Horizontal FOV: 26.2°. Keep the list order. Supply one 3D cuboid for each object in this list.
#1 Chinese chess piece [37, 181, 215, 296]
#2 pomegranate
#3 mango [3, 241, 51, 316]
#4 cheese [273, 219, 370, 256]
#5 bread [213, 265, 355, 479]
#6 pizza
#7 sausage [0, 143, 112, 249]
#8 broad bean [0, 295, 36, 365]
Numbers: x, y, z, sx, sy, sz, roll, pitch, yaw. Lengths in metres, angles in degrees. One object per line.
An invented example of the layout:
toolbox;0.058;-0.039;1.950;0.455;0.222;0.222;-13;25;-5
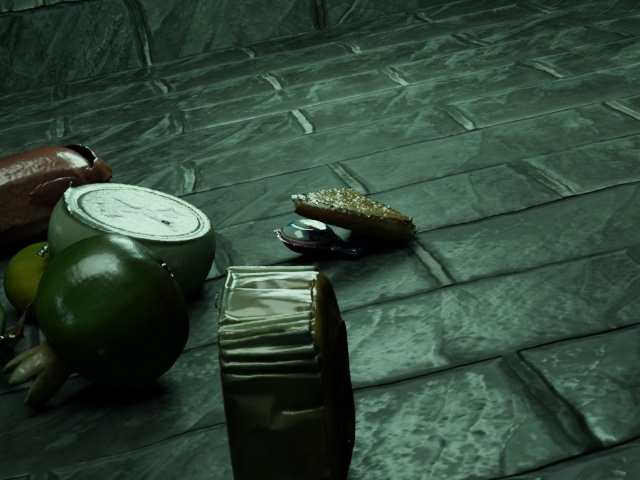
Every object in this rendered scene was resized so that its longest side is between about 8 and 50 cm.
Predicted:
Chinese chess piece;-0.259;-0.001;1.868;0.238;0.092;0.238;12;21;-5
pomegranate;-0.262;0.101;1.578;0.225;0.187;0.187;-41;21;-3
mango;-0.377;0.054;1.902;0.122;0.085;0.191;-10;16;-15
cheese;0.000;0.000;1.919;0.145;0.038;0.095;15;21;30
bread;-0.027;0.134;1.233;0.110;0.209;0.192;-5;18;4
pizza;0.044;-0.039;1.956;0.185;0.052;0.195;15;11;-4
sausage;-0.478;-0.073;2.261;0.280;0.152;0.152;-19;19;-27
broad bean;-0.417;0.100;1.732;0.098;0.056;0.318;-59;27;-11
